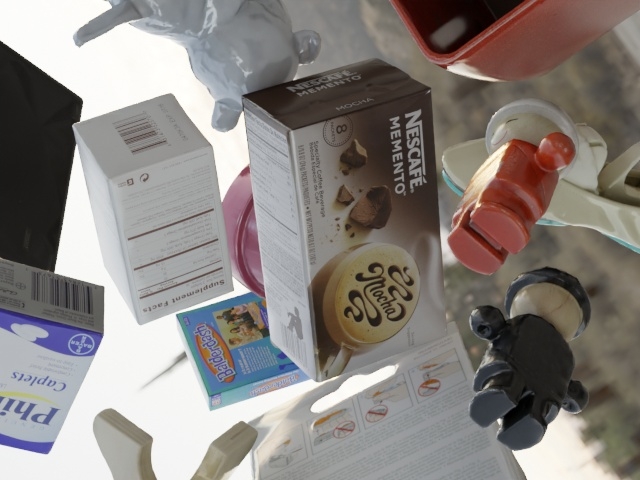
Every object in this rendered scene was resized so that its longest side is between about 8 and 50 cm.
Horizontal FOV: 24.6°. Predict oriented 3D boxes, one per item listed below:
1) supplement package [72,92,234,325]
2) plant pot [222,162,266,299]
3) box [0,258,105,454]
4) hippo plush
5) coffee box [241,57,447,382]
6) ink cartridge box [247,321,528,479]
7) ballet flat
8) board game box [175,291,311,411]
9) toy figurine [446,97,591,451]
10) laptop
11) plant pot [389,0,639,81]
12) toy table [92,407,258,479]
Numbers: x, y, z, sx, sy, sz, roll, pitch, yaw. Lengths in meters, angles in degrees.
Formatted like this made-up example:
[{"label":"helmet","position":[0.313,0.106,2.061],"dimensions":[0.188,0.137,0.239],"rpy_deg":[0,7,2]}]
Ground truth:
[{"label":"supplement package","position":[-0.156,-0.029,1.392],"dimensions":[0.105,0.105,0.179],"rpy_deg":[51,155,45]},{"label":"plant pot","position":[0.000,0.000,1.808],"dimensions":[0.180,0.201,0.201],"rpy_deg":[31,170,49]},{"label":"box","position":[-0.255,0.091,1.182],"dimensions":[0.126,0.137,0.072],"rpy_deg":[16,-149,-20]},{"label":"hippo plush","position":[-0.100,-0.263,1.534],"dimensions":[0.236,0.234,0.294],"rpy_deg":[39,-167,-25]},{"label":"coffee box","position":[0.028,-0.023,1.553],"dimensions":[0.119,0.168,0.297],"rpy_deg":[38,139,54]},{"label":"ink cartridge box","position":[0.075,0.284,1.713],"dimensions":[0.091,0.308,0.385],"rpy_deg":[60,-172,-28]},{"label":"ballet flat","position":[0.205,-0.047,1.101],"dimensions":[0.248,0.086,0.086],"rpy_deg":[16,-150,-30]},{"label":"board game box","position":[-0.094,0.153,2.207],"dimensions":[0.047,0.210,0.160],"rpy_deg":[93,157,-53]},{"label":"toy figurine","position":[0.191,0.021,0.909],"dimensions":[0.148,0.210,0.213],"rpy_deg":[-58,-36,-51]},{"label":"laptop","position":[-0.638,-0.144,2.436],"dimensions":[0.408,0.236,0.382],"rpy_deg":[35,-130,-45]},{"label":"plant pot","position":[0.169,-0.279,1.171],"dimensions":[0.267,0.267,0.236],"rpy_deg":[60,-167,21]},{"label":"toy table","position":[-0.169,0.315,1.663],"dimensions":[0.252,0.161,0.274],"rpy_deg":[27,-149,8]}]
